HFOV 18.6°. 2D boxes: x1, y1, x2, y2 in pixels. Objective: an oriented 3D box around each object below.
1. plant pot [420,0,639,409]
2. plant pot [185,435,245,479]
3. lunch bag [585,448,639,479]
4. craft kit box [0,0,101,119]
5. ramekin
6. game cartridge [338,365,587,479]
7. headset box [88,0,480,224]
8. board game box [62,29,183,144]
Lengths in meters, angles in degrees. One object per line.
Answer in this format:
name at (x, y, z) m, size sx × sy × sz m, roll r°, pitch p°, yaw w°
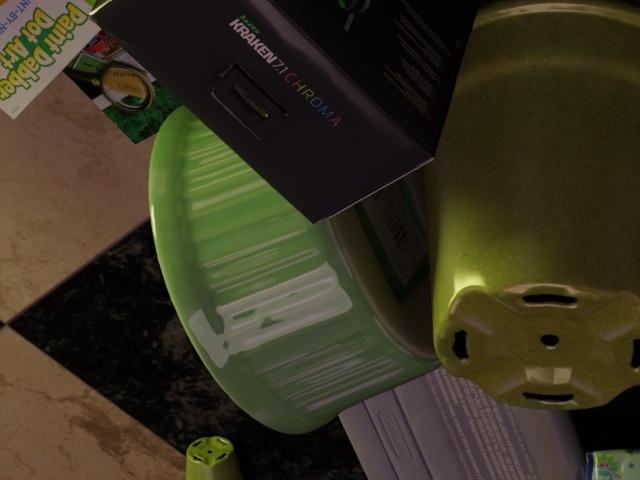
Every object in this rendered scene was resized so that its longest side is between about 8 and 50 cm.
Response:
plant pot at (0.190, -0.014, 1.572) m, size 0.276 × 0.254 × 0.276 m, roll 5°, pitch 143°, yaw 4°
plant pot at (-0.114, 0.257, 2.108) m, size 0.083 × 0.083 × 0.079 m, roll 4°, pitch 122°, yaw 14°
lunch bag at (0.340, 0.255, 1.937) m, size 0.129 × 0.096 × 0.151 m, roll -3°, pitch 161°, yaw 22°
craft kit box at (-0.282, -0.256, 1.651) m, size 0.247 × 0.061 × 0.250 m, roll 39°, pitch 133°, yaw -13°
ramekin at (0.000, 0.000, 1.662) m, size 0.148 × 0.303 × 0.303 m, roll -21°, pitch 124°, yaw 24°
game cartridge at (0.136, 0.174, 1.951) m, size 0.230 × 0.068 × 0.355 m, roll -7°, pitch 130°, yaw 20°
headset box at (-0.014, -0.189, 1.483) m, size 0.131 × 0.283 × 0.246 m, roll -29°, pitch 120°, yaw 37°
board game box at (-0.114, -0.182, 1.706) m, size 0.260 × 0.030 × 0.136 m, roll -25°, pitch 123°, yaw 36°
